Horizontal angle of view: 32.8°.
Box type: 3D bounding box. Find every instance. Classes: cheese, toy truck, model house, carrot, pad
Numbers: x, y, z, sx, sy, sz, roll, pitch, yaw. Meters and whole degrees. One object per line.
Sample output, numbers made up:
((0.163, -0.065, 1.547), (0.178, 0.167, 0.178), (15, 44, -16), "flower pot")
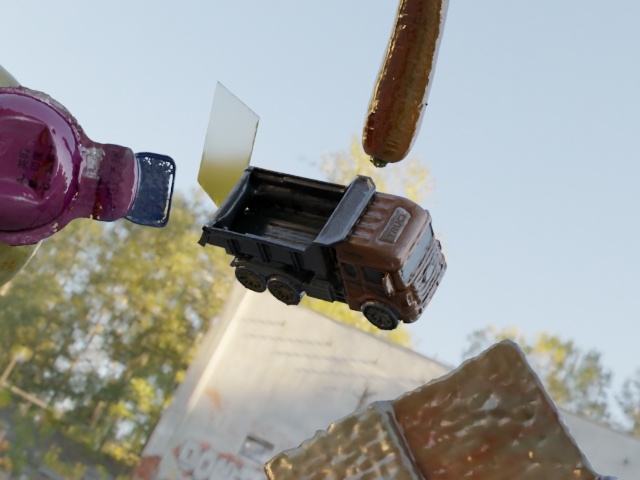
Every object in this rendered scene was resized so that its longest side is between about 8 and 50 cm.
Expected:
((-0.261, -0.067, 1.047), (0.244, 0.155, 0.062), (9, -7, -21), "cheese")
((0.000, 0.000, 0.871), (0.192, 0.083, 0.092), (14, -38, 27), "toy truck")
((0.126, 0.294, 0.941), (0.245, 0.312, 0.280), (61, 1, -45), "model house")
((0.097, -0.190, 1.230), (0.067, 0.225, 0.067), (13, 13, -3), "carrot")
((-0.139, -0.133, 1.609), (0.006, 0.170, 0.245), (6, 17, -21), "pad")

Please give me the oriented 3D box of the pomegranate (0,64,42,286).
((-0.477, -0.074, 1.273), (0.332, 0.332, 0.332), (23, -21, 10), "pomegranate")
